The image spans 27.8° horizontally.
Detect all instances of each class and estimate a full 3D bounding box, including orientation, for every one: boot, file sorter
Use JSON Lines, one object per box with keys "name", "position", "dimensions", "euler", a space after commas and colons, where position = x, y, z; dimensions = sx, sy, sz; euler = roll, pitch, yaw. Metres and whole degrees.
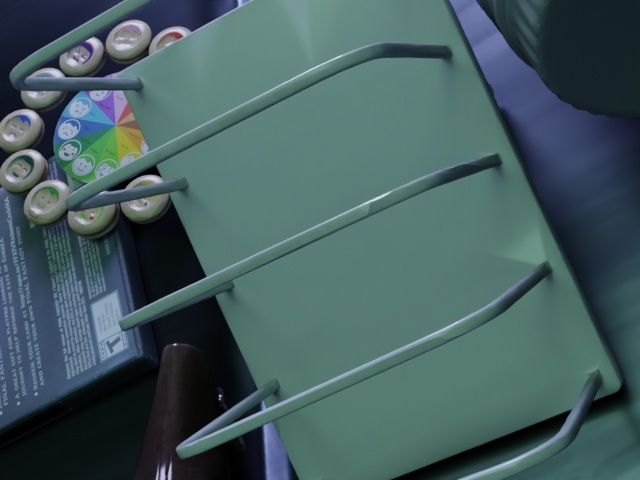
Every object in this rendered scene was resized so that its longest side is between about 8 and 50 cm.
{"name": "boot", "position": [-0.087, 0.147, 0.671], "dimensions": [0.090, 0.248, 0.207], "euler": [-2, 61, 1]}
{"name": "file sorter", "position": [0.000, 0.000, 0.655], "dimensions": [0.192, 0.173, 0.278], "euler": [-25, 89, 19]}

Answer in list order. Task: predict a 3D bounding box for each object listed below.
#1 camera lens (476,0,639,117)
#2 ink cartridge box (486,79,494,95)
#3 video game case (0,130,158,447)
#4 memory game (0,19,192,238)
{"name": "camera lens", "position": [0.159, -0.234, 0.713], "dimensions": [0.219, 0.219, 0.274], "euler": [-30, 56, 16]}
{"name": "ink cartridge box", "position": [0.032, -0.067, 0.790], "dimensions": [0.143, 0.092, 0.090], "euler": [-24, 58, 20]}
{"name": "video game case", "position": [-0.250, 0.062, 0.941], "dimensions": [0.274, 0.026, 0.196], "euler": [-28, 56, 18]}
{"name": "memory game", "position": [-0.149, -0.084, 0.932], "dimensions": [0.186, 0.012, 0.186], "euler": [-8, 59, 14]}
